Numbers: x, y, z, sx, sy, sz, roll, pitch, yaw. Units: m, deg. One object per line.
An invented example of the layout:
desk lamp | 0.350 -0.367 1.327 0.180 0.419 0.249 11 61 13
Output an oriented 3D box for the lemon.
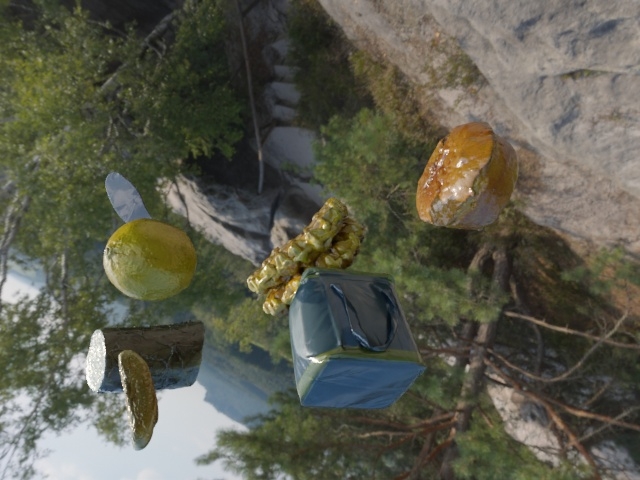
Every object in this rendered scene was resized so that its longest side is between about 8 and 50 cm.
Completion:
lemon | -0.367 0.041 0.890 0.179 0.178 0.203 15 177 34

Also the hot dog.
hot dog | -0.443 0.383 1.021 0.242 0.074 0.084 63 149 30

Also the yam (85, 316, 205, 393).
yam | -0.554 0.375 1.356 0.349 0.240 0.241 5 176 -36

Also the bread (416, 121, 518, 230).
bread | 0.383 -0.166 1.112 0.173 0.311 0.312 20 160 -13

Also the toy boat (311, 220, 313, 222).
toy boat | 0.000 0.000 1.292 0.085 0.078 0.260 -5 139 -22

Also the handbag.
handbag | 0.064 0.212 0.897 0.263 0.240 0.222 7 129 -16

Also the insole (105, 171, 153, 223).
insole | -0.587 -0.077 1.353 0.348 0.119 0.009 50 -161 4

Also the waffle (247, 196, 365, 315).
waffle | -0.035 0.047 1.073 0.151 0.261 0.324 43 114 -10
